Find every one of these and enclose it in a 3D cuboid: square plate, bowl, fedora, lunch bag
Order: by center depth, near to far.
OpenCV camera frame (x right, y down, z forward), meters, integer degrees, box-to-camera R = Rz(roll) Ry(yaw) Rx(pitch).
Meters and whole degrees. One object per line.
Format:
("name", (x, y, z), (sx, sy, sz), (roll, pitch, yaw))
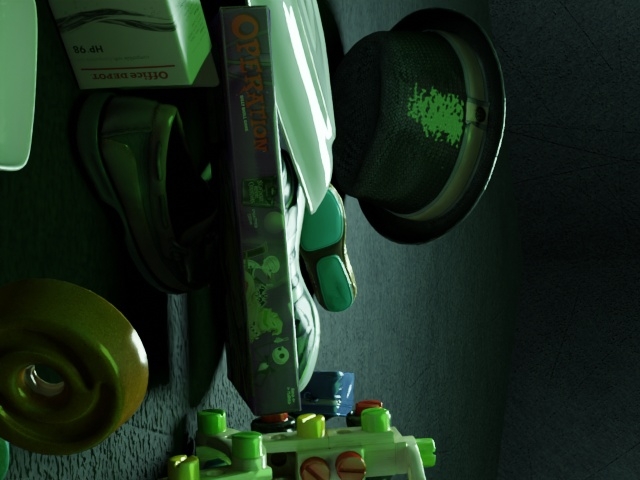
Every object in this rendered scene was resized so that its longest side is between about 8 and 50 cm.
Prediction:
("bowl", (-0.241, -0.119, 0.816), (0.142, 0.053, 0.142), (20, 71, -72))
("square plate", (-0.039, -0.263, 1.355), (0.347, 0.049, 0.344), (-95, 172, -49))
("lunch bag", (0.004, 0.200, 1.606), (0.098, 0.067, 0.065), (21, 69, -71))
("fedora", (0.099, -0.165, 1.720), (0.152, 0.334, 0.334), (8, 81, -39))

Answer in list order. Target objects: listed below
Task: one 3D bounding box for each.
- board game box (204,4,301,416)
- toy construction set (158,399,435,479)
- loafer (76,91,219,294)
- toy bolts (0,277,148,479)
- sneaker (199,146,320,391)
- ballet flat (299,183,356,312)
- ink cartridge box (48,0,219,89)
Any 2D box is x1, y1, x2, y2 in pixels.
("board game box", (-0.068, -0.028, 1.153), (0.208, 0.056, 0.347), (-151, -123, -83))
("toy construction set", (0.003, 0.239, 1.242), (0.215, 0.327, 0.151), (-141, -117, -82))
("loafer", (-0.132, -0.031, 1.122), (0.267, 0.084, 0.096), (66, 29, -54))
("toy bolts", (-0.198, 0.068, 0.742), (0.158, 0.218, 0.229), (-72, 175, -61))
("sneaker", (-0.066, 0.020, 1.316), (0.153, 0.099, 0.282), (52, 34, -72))
("ballet flat", (0.000, 0.000, 1.633), (0.067, 0.073, 0.206), (-115, -167, -55))
("ink cartridge box", (-0.155, -0.183, 1.016), (0.060, 0.104, 0.180), (-71, 154, -47))
